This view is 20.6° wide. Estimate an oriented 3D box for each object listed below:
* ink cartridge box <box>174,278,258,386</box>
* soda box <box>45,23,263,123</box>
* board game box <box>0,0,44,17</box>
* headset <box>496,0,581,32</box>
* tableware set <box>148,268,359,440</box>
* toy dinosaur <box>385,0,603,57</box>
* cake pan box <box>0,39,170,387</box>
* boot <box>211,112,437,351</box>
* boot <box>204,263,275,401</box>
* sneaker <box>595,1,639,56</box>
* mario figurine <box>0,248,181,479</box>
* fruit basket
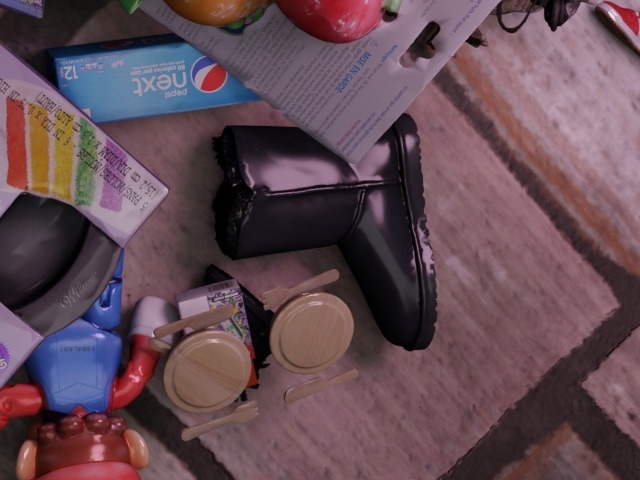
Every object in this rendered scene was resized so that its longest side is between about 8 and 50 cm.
[{"bbox_3d":[-0.098,0.100,1.715,0.062,0.029,0.115,-14,110,-8],"label":"ink cartridge box"},{"bbox_3d":[-0.148,-0.157,1.661,0.210,0.071,0.067,-8,106,-15],"label":"soda box"},{"bbox_3d":[-0.325,-0.296,1.507,0.194,0.060,0.194,-1,103,-40],"label":"board game box"},{"bbox_3d":[0.108,-0.351,1.559,0.243,0.185,0.394,-29,73,-12],"label":"headset"},{"bbox_3d":[-0.062,0.102,1.687,0.194,0.039,0.128,-19,118,-14],"label":"tableware set"},{"bbox_3d":[0.126,-0.282,1.706,0.313,0.121,0.160,30,79,-1],"label":"toy dinosaur"},{"bbox_3d":[-0.302,-0.032,1.572,0.267,0.070,0.246,42,91,-5],"label":"cake pan box"},{"bbox_3d":[0.000,0.000,1.728,0.207,0.094,0.247,-9,98,-18],"label":"boot"},{"bbox_3d":[-0.095,0.095,1.754,0.121,0.045,0.099,42,95,-19],"label":"boot"},{"bbox_3d":[0.337,-0.225,1.804,0.118,0.042,0.067,35,95,-28],"label":"sneaker"},{"bbox_3d":[-0.248,0.134,1.697,0.198,0.170,0.321,0,93,20],"label":"mario figurine"},{"bbox_3d":[-0.030,-0.262,1.513,0.353,0.327,0.165,33,48,-8],"label":"fruit basket"}]
